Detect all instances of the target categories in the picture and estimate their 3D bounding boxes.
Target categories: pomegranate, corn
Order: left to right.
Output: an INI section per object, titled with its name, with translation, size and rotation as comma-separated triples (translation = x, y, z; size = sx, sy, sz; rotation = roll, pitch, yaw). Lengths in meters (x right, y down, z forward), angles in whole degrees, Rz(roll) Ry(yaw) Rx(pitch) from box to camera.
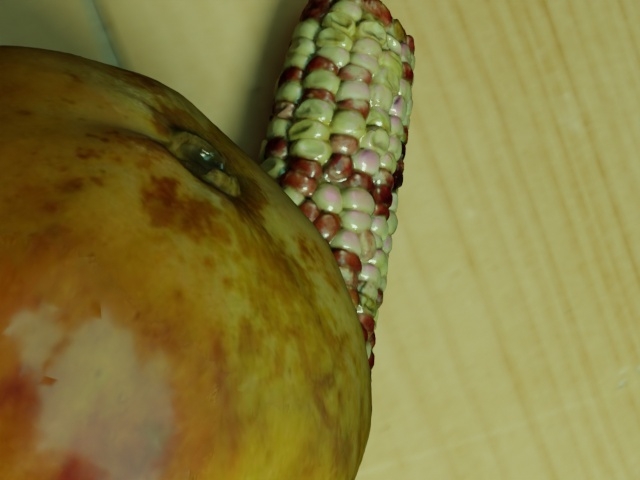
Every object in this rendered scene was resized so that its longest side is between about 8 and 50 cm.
[pomegranate]
translation = -0.122, 0.063, 0.414
size = 0.252, 0.270, 0.229
rotation = 55, 22, 17
[corn]
translation = 0.000, 0.000, 0.556
size = 0.092, 0.092, 0.280
rotation = 20, 76, -25
